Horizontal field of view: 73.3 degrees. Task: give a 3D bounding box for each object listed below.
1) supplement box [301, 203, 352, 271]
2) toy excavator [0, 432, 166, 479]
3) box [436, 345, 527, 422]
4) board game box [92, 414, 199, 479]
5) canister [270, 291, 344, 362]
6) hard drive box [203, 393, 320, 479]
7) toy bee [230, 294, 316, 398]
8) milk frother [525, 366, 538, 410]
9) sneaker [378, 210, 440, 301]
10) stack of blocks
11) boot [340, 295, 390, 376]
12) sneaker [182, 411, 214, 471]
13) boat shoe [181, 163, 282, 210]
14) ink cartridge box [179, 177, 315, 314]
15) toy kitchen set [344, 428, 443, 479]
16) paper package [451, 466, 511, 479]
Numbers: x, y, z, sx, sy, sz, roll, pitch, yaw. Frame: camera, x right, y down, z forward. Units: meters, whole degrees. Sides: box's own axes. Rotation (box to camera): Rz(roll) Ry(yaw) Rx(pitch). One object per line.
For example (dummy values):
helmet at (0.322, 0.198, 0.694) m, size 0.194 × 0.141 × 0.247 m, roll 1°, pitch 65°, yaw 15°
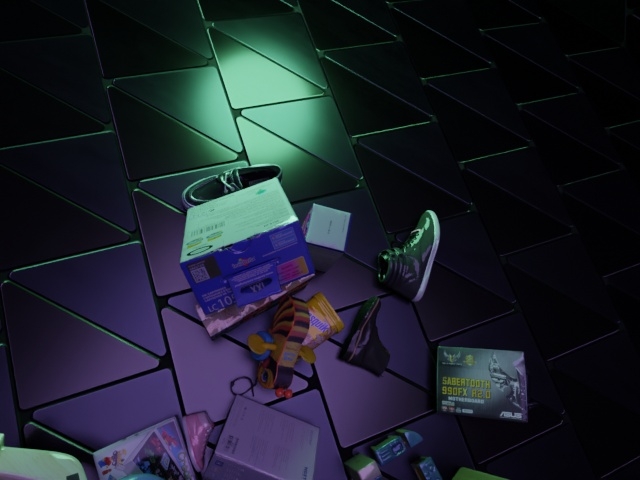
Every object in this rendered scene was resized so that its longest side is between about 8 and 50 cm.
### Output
supplement box at (0.000, 0.000, 1.193) m, size 0.113 × 0.220 × 0.111 m, roll 14°, pitch 69°, yaw -7°
toy excavator at (-0.446, 0.559, 0.849) m, size 0.432 × 0.222 × 0.445 m, roll -3°, pitch 43°, yaw -39°
box at (0.444, 0.396, 1.197) m, size 0.231 × 0.056 × 0.183 m, roll 0°, pitch 70°, yaw 19°
board game box at (-0.381, 0.597, 1.000) m, size 0.192 × 0.053 × 0.305 m, roll -20°, pitch 78°, yaw -17°
canister at (-0.038, 0.241, 1.185) m, size 0.170 × 0.073 × 0.126 m, roll -34°, pitch 82°, yaw -19°
hard drive box at (-0.129, 0.497, 1.019) m, size 0.232 × 0.089 × 0.181 m, roll 24°, pitch 24°, yaw -3°
toy bee at (-0.092, 0.295, 1.048) m, size 0.195 × 0.162 × 0.298 m, roll -2°, pitch 114°, yaw -32°
milk frother at (0.561, 0.425, 1.261) m, size 0.143 × 0.129 × 0.135 m, roll 33°, pitch 60°, yaw -48°
sneaker at (0.263, 0.025, 1.306) m, size 0.146 × 0.104 × 0.296 m, roll 21°, pitch 73°, yaw -11°
stack of blocks at (-0.172, 0.146, 1.132) m, size 0.297 × 0.171 × 0.087 m, roll -29°, pitch 81°, yaw -19°
boot at (0.157, 0.273, 1.227) m, size 0.137 × 0.077 × 0.198 m, roll 30°, pitch 81°, yaw -7°
sneaker at (-0.289, 0.489, 1.057) m, size 0.070 × 0.051 × 0.134 m, roll -16°, pitch 72°, yaw -12°
boat shoe at (-0.253, -0.160, 1.249) m, size 0.301 × 0.102 × 0.108 m, roll -13°, pitch 76°, yaw -17°
ink cartridge box at (-0.180, 0.008, 1.034) m, size 0.269 × 0.395 × 0.151 m, roll -21°, pitch 116°, yaw -5°
toy kitchen set at (0.199, 0.601, 1.095) m, size 0.207 × 0.122 × 0.166 m, roll -23°, pitch 79°, yaw -18°
paper package at (0.366, 0.724, 0.992) m, size 0.168 × 0.309 × 0.325 m, roll 44°, pitch 68°, yaw 6°
